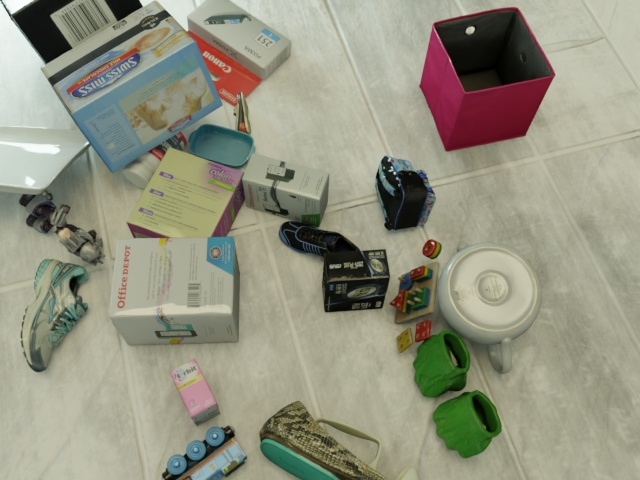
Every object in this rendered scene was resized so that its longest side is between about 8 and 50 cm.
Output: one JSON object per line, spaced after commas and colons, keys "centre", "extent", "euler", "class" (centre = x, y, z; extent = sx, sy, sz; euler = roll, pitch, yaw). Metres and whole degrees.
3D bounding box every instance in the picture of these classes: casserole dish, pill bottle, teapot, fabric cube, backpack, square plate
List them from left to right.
{"centre": [-0.792, -0.206, 1.788], "extent": [0.347, 0.049, 0.344], "euler": [5, 31, 6], "class": "square plate"}
{"centre": [-0.443, -0.230, 1.859], "extent": [0.108, 0.108, 0.180], "euler": [24, 65, 10], "class": "pill bottle"}
{"centre": [-0.270, -0.256, 1.917], "extent": [0.188, 0.037, 0.114], "euler": [15, 63, 7], "class": "casserole dish"}
{"centre": [0.211, -0.134, 1.808], "extent": [0.117, 0.158, 0.173], "euler": [-7, 51, -15], "class": "backpack"}
{"centre": [0.443, -0.439, 1.909], "extent": [0.254, 0.258, 0.259], "euler": [-13, 64, -8], "class": "fabric cube"}
{"centre": [0.391, 0.142, 1.644], "extent": [0.252, 0.187, 0.256], "euler": [30, 73, 12], "class": "teapot"}

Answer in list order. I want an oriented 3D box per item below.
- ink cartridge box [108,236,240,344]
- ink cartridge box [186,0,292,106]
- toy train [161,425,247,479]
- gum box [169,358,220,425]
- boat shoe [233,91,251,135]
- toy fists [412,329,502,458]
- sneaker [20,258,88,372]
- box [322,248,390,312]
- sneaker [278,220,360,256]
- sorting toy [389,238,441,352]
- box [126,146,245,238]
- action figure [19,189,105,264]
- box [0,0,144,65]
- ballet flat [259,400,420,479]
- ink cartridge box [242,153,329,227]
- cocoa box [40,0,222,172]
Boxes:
{"centre": [-0.331, 0.120, 1.628], "extent": [0.270, 0.197, 0.198], "euler": [-1, 63, -2], "class": "ink cartridge box"}
{"centre": [-0.278, -0.568, 2.051], "extent": [0.296, 0.066, 0.261], "euler": [35, 66, 10], "class": "ink cartridge box"}
{"centre": [-0.251, 0.484, 1.510], "extent": [0.184, 0.080, 0.105], "euler": [-34, 74, -18], "class": "toy train"}
{"centre": [-0.273, 0.337, 1.527], "extent": [0.062, 0.188, 0.107], "euler": [-26, 74, -15], "class": "gum box"}
{"centre": [-0.226, -0.357, 1.965], "extent": [0.043, 0.049, 0.137], "euler": [-13, 70, 11], "class": "boat shoe"}
{"centre": [0.299, 0.345, 1.565], "extent": [0.096, 0.142, 0.279], "euler": [-1, 58, -38], "class": "toy fists"}
{"centre": [-0.623, 0.172, 1.645], "extent": [0.122, 0.110, 0.283], "euler": [3, 63, -4], "class": "sneaker"}
{"centre": [0.081, 0.099, 1.660], "extent": [0.147, 0.180, 0.077], "euler": [-4, 61, -4], "class": "box"}
{"centre": [0.000, 0.000, 1.760], "extent": [0.232, 0.090, 0.081], "euler": [24, 64, 10], "class": "sneaker"}
{"centre": [0.218, 0.129, 1.674], "extent": [0.046, 0.132, 0.274], "euler": [26, 60, -25], "class": "sorting toy"}
{"centre": [-0.336, -0.084, 1.780], "extent": [0.214, 0.117, 0.243], "euler": [19, 64, 8], "class": "box"}
{"centre": [-0.628, -0.032, 1.717], "extent": [0.285, 0.185, 0.099], "euler": [32, 67, 26], "class": "action figure"}
{"centre": [-0.672, -0.627, 1.887], "extent": [0.293, 0.212, 0.395], "euler": [-36, 38, -8], "class": "box"}
{"centre": [0.095, 0.505, 1.476], "extent": [0.483, 0.164, 0.182], "euler": [34, 51, 17], "class": "ballet flat"}
{"centre": [-0.089, -0.128, 1.791], "extent": [0.208, 0.153, 0.086], "euler": [16, 64, 8], "class": "ink cartridge box"}
{"centre": [-0.470, -0.388, 1.761], "extent": [0.347, 0.231, 0.228], "euler": [-34, 56, -11], "class": "cocoa box"}
